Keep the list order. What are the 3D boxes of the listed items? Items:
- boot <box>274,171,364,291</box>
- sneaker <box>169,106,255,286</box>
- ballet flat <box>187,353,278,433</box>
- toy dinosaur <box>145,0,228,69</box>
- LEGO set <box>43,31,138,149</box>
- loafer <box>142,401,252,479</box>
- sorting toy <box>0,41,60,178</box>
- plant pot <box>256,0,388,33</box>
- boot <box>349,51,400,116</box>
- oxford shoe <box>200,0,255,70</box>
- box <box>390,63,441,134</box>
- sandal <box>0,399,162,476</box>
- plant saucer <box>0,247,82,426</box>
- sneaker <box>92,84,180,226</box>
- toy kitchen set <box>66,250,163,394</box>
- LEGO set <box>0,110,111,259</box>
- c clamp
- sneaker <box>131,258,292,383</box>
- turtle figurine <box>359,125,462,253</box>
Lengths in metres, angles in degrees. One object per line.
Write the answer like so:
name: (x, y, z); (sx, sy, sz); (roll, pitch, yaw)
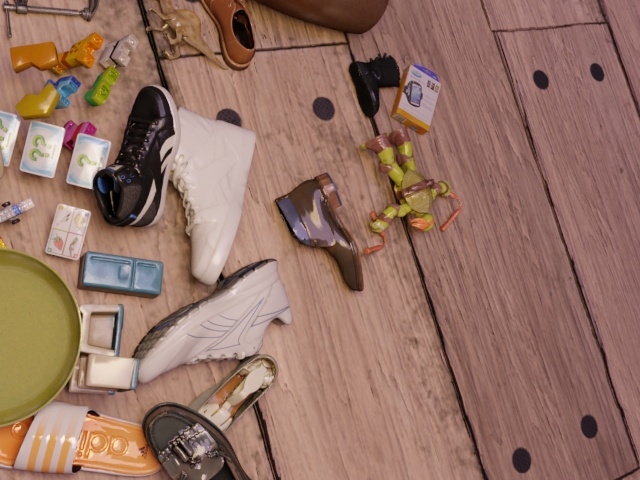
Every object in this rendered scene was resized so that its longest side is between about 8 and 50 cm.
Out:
boot: (0.000, 0.000, 1.331); (0.106, 0.082, 0.219); (-20, 91, -9)
sneaker: (-0.212, -0.077, 1.209); (0.169, 0.108, 0.292); (19, 59, -21)
ballet flat: (-0.147, 0.253, 1.170); (0.072, 0.068, 0.213); (50, 60, -8)
toy dinosaur: (-0.235, -0.355, 1.294); (0.183, 0.053, 0.092); (48, 59, -10)
LEGO set: (-0.382, -0.248, 1.175); (0.087, 0.093, 0.227); (49, 49, -46)
loafer: (-0.155, 0.346, 1.101); (0.096, 0.084, 0.267); (-40, 109, -9)
sorting toy: (-0.514, -0.177, 1.053); (0.307, 0.041, 0.229); (-11, 79, -9)
plant pot: (0.011, -0.486, 1.394); (0.230, 0.215, 0.215); (24, 66, -37)
boot: (0.115, -0.306, 1.480); (0.099, 0.045, 0.121); (-15, 83, -34)
oxford shoe: (-0.159, -0.415, 1.339); (0.076, 0.076, 0.212); (-20, 85, -29)
box: (0.196, -0.291, 1.529); (0.081, 0.028, 0.136); (27, 63, -20)
sandal: (-0.333, 0.277, 1.057); (0.265, 0.076, 0.102); (14, 70, -25)
plant saucer: (-0.443, 0.130, 1.022); (0.241, 0.037, 0.241); (1, 81, -7)
sneaker: (-0.272, -0.124, 1.107); (0.121, 0.079, 0.217); (-9, 106, -69)
toy kitchen set: (-0.277, 0.114, 1.078); (0.122, 0.166, 0.207); (10, 73, -26)
LEGO set: (-0.420, -0.051, 1.076); (0.182, 0.060, 0.244); (15, 89, -15)
c clamp: (-0.432, -0.385, 1.215); (0.160, 0.022, 0.137); (-10, 76, -29)
sneaker: (-0.157, 0.142, 1.176); (0.297, 0.111, 0.129); (-32, 99, -30)
turtle figurine: (0.157, -0.097, 1.419); (0.269, 0.087, 0.217); (-25, 90, -31)
